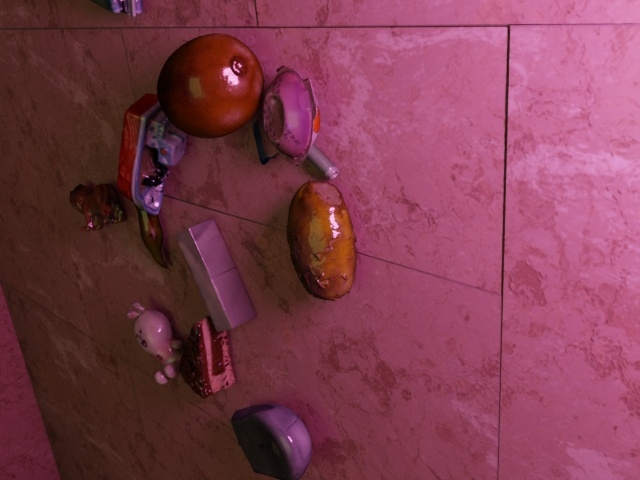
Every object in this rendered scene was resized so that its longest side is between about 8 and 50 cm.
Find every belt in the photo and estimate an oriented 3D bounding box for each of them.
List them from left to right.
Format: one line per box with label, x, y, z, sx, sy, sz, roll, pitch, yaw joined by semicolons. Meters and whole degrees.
belt;-0.533;-0.599;1.562;0.302;0.087;0.072;29;125;34

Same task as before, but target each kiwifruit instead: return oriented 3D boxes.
kiwifruit;-0.215;-0.308;1.294;0.234;0.196;0.196;-21;94;53

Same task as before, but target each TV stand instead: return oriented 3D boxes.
TV stand;-0.264;0.088;1.637;0.088;0.082;0.270;-18;97;52

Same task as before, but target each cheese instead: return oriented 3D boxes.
cheese;-0.074;-0.229;1.264;0.286;0.074;0.189;-26;75;62

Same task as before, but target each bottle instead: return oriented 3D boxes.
bottle;0.001;-0.154;1.263;0.083;0.030;0.030;46;137;19

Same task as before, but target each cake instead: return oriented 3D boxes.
cake;-0.324;0.295;1.787;0.135;0.112;0.246;21;124;42

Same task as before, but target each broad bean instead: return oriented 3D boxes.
broad bean;-0.480;-0.075;1.799;0.077;0.061;0.339;11;117;52

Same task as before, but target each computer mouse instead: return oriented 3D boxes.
computer mouse;-0.118;0.509;1.670;0.371;0.122;0.188;-26;87;57

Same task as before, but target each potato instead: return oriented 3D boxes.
potato;0.000;0.000;1.280;0.149;0.113;0.251;8;115;44

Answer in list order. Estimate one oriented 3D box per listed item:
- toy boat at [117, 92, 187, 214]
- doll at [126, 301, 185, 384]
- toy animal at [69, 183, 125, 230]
toy boat;-0.412;-0.192;1.617;0.133;0.145;0.332;24;132;3
doll;-0.490;0.308;1.982;0.275;0.113;0.155;55;131;21
toy animal;-0.683;-0.112;1.980;0.312;0.097;0.158;-12;95;48
